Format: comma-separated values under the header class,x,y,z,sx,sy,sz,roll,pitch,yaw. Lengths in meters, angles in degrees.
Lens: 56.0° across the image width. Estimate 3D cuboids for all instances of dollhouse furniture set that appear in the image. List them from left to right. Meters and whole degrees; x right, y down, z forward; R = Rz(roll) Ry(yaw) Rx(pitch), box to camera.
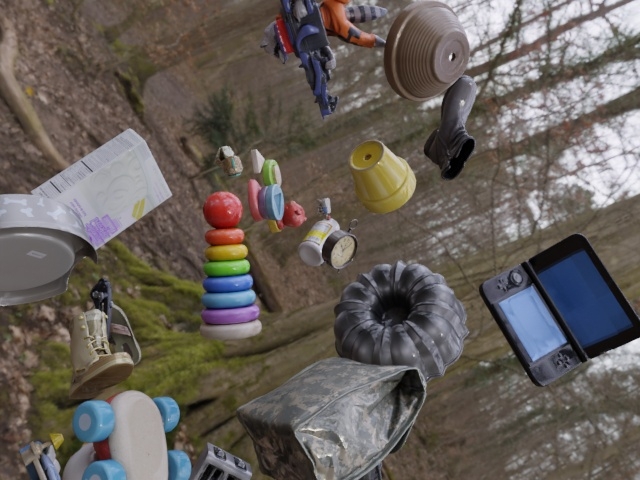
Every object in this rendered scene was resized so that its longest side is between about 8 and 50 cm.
class,x,y,z,sx,sy,sz,roll,pitch,yaw
dollhouse furniture set,-0.553,0.628,1.447,0.286,0.198,0.303,35,-43,42

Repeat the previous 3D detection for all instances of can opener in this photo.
class,x,y,z,sx,sy,sz,roll,pitch,yaw
can opener,-0.601,0.198,1.670,0.073,0.059,0.186,-21,114,-75

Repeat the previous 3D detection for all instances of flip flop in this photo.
class,x,y,z,sx,sy,sz,roll,pitch,yaw
flip flop,-0.765,0.354,2.257,0.080,0.112,0.277,-123,-171,-80

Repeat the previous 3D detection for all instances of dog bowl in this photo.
class,x,y,z,sx,sy,sz,roll,pitch,yaw
dog bowl,-0.680,0.023,1.331,0.348,0.349,0.102,91,-19,-64

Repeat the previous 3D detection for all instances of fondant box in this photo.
class,x,y,z,sx,sy,sz,roll,pitch,yaw
fondant box,-0.626,-0.136,1.760,0.096,0.330,0.238,39,-23,33

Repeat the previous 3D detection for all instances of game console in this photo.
class,x,y,z,sx,sy,sz,roll,pitch,yaw
game console,0.586,0.170,1.484,0.293,0.250,0.173,62,-26,14

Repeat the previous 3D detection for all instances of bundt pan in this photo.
class,x,y,z,sx,sy,sz,roll,pitch,yaw
bundt pan,0.174,0.180,1.425,0.331,0.331,0.124,53,-7,44

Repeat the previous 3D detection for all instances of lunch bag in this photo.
class,x,y,z,sx,sy,sz,roll,pitch,yaw
lunch bag,0.032,0.317,1.104,0.235,0.287,0.168,-11,-77,57

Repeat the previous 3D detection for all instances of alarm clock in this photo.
class,x,y,z,sx,sy,sz,roll,pitch,yaw
alarm clock,0.072,0.012,2.039,0.064,0.192,0.129,34,4,40

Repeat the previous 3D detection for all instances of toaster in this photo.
class,x,y,z,sx,sy,sz,roll,pitch,yaw
toaster,-0.332,0.762,1.909,0.168,0.185,0.110,33,-11,-10

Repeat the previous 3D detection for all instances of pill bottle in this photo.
class,x,y,z,sx,sy,sz,roll,pitch,yaw
pill bottle,0.000,0.000,2.439,0.117,0.215,0.117,15,-50,18

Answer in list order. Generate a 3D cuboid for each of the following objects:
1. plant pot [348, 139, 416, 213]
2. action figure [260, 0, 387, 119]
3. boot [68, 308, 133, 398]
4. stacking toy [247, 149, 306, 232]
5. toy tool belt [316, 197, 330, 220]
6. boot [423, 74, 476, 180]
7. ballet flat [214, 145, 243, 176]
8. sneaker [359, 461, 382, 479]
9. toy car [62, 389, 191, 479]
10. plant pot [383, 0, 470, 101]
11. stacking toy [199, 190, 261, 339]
class,x,y,z,sx,sy,sz,roll,pitch,yaw
plant pot,0.237,-0.278,2.496,0.239,0.254,0.254,48,4,-46
action figure,0.020,-0.486,1.470,0.178,0.330,0.341,-100,179,-62
boot,-0.543,0.259,1.471,0.262,0.095,0.203,-35,-123,42
stacking toy,-0.152,-0.184,2.224,0.309,0.131,0.279,29,58,-73
toy tool belt,0.010,-0.113,2.203,0.052,0.051,0.083,-11,97,-59
boot,0.495,-0.393,2.125,0.222,0.118,0.338,-111,-146,-58
ballet flat,-0.272,-0.244,1.782,0.206,0.073,0.067,-141,-140,-61
sneaker,0.062,0.645,1.704,0.482,0.202,0.185,57,-20,8
toy car,-0.419,0.421,1.160,0.219,0.238,0.210,24,44,-61
plant pot,0.272,-0.440,1.425,0.110,0.237,0.237,34,-32,48
stacking toy,-0.210,0.053,1.372,0.141,0.141,0.330,-179,-93,-77
